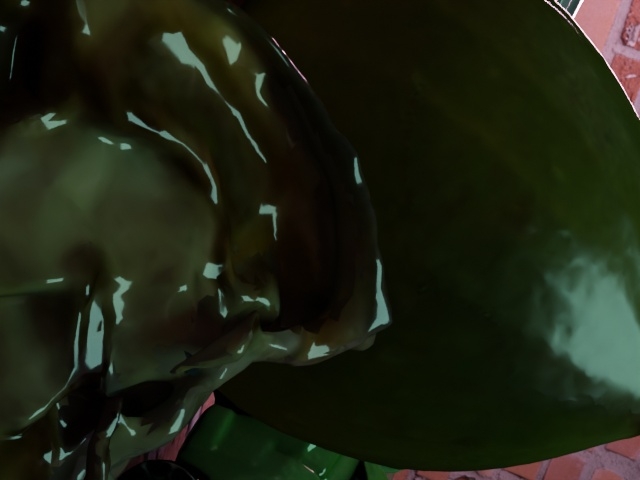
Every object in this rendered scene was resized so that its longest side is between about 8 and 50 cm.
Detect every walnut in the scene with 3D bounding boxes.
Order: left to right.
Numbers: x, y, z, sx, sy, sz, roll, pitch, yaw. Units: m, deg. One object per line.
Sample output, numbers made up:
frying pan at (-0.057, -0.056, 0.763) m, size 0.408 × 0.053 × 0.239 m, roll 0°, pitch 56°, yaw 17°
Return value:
walnut at (-0.104, 0.021, 0.473) m, size 0.141 × 0.204 × 0.238 m, roll -6°, pitch -141°, yaw 54°

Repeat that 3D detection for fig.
fig at (0.065, -0.006, 0.798) m, size 0.316 × 0.316 × 0.316 m, roll 22°, pitch 90°, yaw -79°

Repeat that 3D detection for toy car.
toy car at (-0.035, 0.197, 1.080) m, size 0.359 × 0.176 × 0.213 m, roll -56°, pitch 163°, yaw -45°

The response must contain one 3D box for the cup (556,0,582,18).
cup at (0.093, -0.139, 1.081) m, size 0.202 × 0.167 × 0.221 m, roll -65°, pitch 167°, yaw -3°
